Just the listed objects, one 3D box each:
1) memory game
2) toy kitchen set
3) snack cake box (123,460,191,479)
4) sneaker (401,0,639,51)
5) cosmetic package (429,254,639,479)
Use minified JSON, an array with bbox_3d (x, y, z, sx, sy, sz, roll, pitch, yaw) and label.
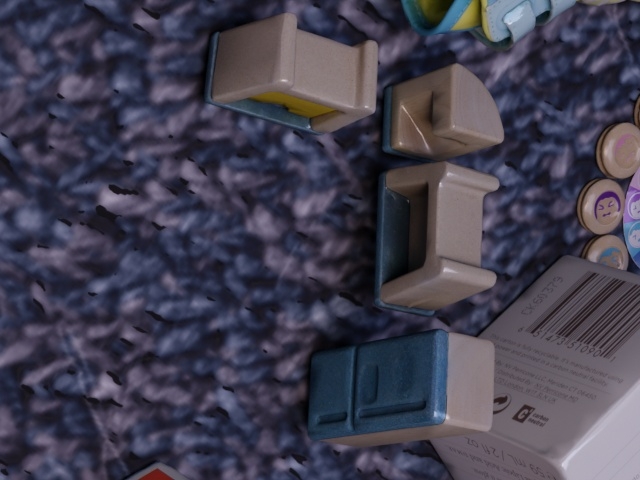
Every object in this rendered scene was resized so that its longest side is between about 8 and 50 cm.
[{"bbox_3d":[0.243,-0.019,1.277,0.186,0.012,0.186,-7,104,-32],"label":"memory game"},{"bbox_3d":[0.000,0.000,1.081,0.166,0.122,0.207,14,72,-34],"label":"toy kitchen set"},{"bbox_3d":[-0.141,0.233,0.991,0.264,0.152,0.089,-29,115,-25],"label":"snack cake box"},{"bbox_3d":[0.162,-0.163,1.126,0.319,0.127,0.208,41,88,-31],"label":"sneaker"},{"bbox_3d":[0.186,0.134,1.187,0.151,0.151,0.184,-42,118,-19],"label":"cosmetic package"}]
